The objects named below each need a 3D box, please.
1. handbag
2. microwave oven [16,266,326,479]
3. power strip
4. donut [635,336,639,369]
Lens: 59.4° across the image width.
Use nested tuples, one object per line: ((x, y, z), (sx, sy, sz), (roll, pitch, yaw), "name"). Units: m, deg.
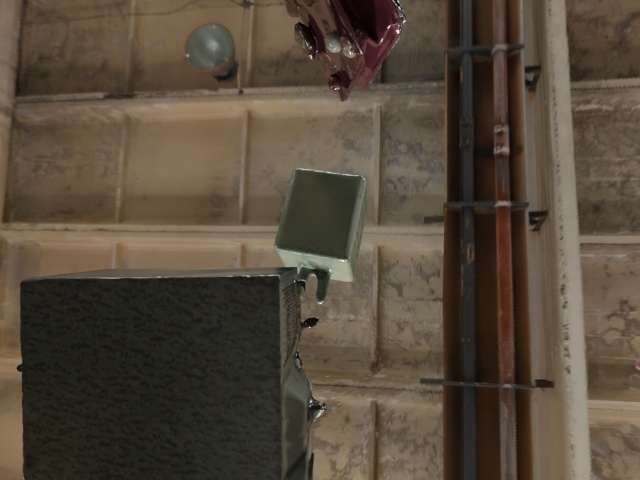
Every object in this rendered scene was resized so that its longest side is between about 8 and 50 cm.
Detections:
((0.008, -0.297, 0.715), (0.074, 0.216, 0.203), (-31, -88, -9), "handbag")
((-0.177, 0.255, 0.749), (0.374, 0.236, 0.432), (-1, -90, 2), "microwave oven")
((0.000, 0.000, 1.027), (0.139, 0.140, 0.224), (9, -110, 9), "power strip")
((0.442, 0.085, 0.460), (0.382, 0.142, 0.383), (-1, -80, -7), "donut")
